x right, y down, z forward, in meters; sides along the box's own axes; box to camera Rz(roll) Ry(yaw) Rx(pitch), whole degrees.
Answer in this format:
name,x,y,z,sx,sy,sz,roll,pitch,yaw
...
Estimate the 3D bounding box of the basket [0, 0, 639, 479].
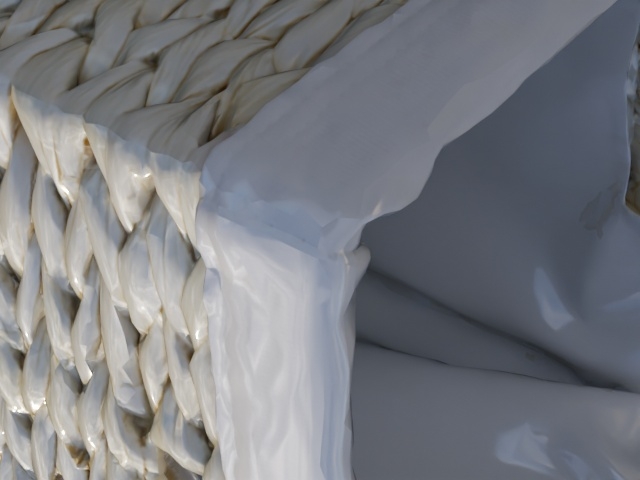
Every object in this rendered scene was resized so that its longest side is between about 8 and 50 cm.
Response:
name,x,y,z,sx,sy,sz,roll,pitch,yaw
basket,0.000,0.000,0.640,0.266,0.331,0.328,22,134,28
